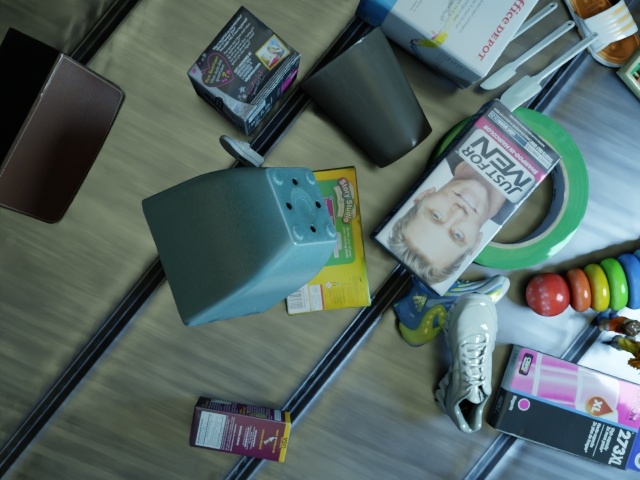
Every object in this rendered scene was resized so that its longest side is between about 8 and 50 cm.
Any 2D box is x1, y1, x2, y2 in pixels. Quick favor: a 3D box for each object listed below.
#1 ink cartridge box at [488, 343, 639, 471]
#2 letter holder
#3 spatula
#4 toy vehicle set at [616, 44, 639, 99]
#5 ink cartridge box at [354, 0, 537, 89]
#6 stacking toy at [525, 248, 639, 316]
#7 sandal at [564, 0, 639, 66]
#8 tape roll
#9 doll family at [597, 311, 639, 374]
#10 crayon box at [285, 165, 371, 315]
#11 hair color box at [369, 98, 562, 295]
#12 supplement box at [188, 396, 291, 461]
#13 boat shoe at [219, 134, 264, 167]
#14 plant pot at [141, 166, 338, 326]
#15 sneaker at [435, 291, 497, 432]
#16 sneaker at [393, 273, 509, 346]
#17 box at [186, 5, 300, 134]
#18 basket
[{"bbox_3d":[0.542,0.350,1.912,0.371,0.069,0.176,18,90,-6],"label":"ink cartridge box"},{"bbox_3d":[-0.541,-0.209,1.795,0.152,0.214,0.302,27,90,28],"label":"letter holder"},{"bbox_3d":[0.413,-0.375,1.871,0.242,0.019,0.168,-38,57,-2],"label":"spatula"},{"bbox_3d":[0.741,-0.380,1.901,0.166,0.035,0.267,41,89,-17],"label":"toy vehicle set"},{"bbox_3d":[0.235,-0.446,1.767,0.270,0.197,0.198,35,89,-3],"label":"ink cartridge box"},{"bbox_3d":[0.576,0.093,1.878,0.330,0.141,0.141,-11,92,1],"label":"stacking toy"},{"bbox_3d":[0.553,-0.463,1.884,0.102,0.076,0.265,-36,94,-2],"label":"sandal"},{"bbox_3d":[0.368,-0.103,1.881,0.321,0.077,0.321,0,92,-4],"label":"tape roll"},{"bbox_3d":[0.684,0.201,1.864,0.263,0.163,0.118,-5,92,-4],"label":"doll family"},{"bbox_3d":[0.000,0.000,1.855,0.165,0.081,0.278,-6,92,-4],"label":"crayon box"},{"bbox_3d":[0.272,-0.080,1.785,0.174,0.105,0.347,41,89,-3],"label":"hair color box"},{"bbox_3d":[-0.157,0.368,1.841,0.188,0.104,0.081,11,91,-4],"label":"supplement box"},{"bbox_3d":[-0.154,-0.180,1.868,0.100,0.035,0.035,36,61,0],"label":"boat shoe"},{"bbox_3d":[-0.121,-0.016,1.696,0.252,0.247,0.248,-28,78,32],"label":"plant pot"},{"bbox_3d":[0.293,0.238,1.814,0.110,0.118,0.292,-1,116,-5],"label":"sneaker"},{"bbox_3d":[0.252,0.107,1.870,0.240,0.091,0.126,-31,93,-2],"label":"sneaker"},{"bbox_3d":[-0.144,-0.308,1.755,0.142,0.247,0.163,40,88,-2],"label":"box"},{"bbox_3d":[0.099,-0.266,1.823,0.204,0.154,0.227,-30,101,32],"label":"basket"}]
